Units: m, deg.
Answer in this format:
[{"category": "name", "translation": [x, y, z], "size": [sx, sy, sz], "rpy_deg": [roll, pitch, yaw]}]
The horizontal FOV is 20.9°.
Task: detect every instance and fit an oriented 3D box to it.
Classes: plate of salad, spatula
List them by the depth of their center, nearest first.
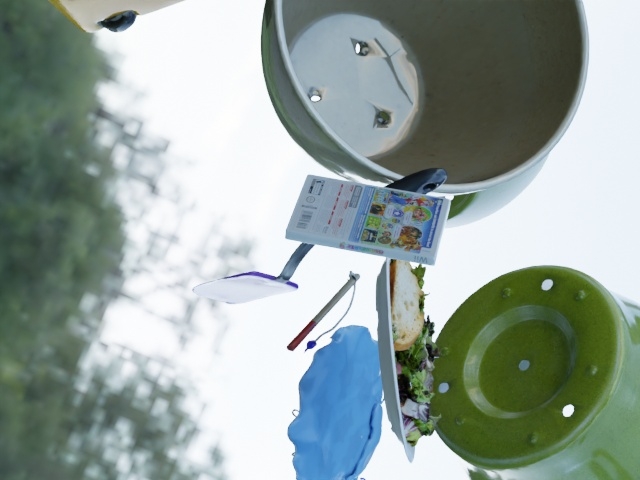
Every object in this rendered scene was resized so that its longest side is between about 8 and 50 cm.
[{"category": "plate of salad", "translation": [0.081, 0.097, 1.544], "size": [0.200, 0.048, 0.200], "rpy_deg": [-6, 90, -84]}, {"category": "spatula", "translation": [0.000, 0.000, 1.655], "size": [0.296, 0.084, 0.030], "rpy_deg": [-32, -120, 29]}]

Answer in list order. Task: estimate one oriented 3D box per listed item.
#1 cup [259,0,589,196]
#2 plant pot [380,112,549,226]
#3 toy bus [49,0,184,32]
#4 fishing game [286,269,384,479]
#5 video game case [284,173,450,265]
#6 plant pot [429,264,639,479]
[{"category": "cup", "translation": [0.073, -0.185, 1.771], "size": [0.237, 0.331, 0.331], "rpy_deg": [-29, -141, 67]}, {"category": "plant pot", "translation": [0.145, -0.123, 2.116], "size": [0.275, 0.275, 0.293], "rpy_deg": [-60, 180, 19]}, {"category": "toy bus", "translation": [-0.168, -0.362, 2.078], "size": [0.333, 0.108, 0.130], "rpy_deg": [-16, -116, 19]}, {"category": "fishing game", "translation": [0.012, 0.169, 1.712], "size": [0.189, 0.041, 0.264], "rpy_deg": [-46, 137, -46]}, {"category": "video game case", "translation": [0.039, -0.017, 1.410], "size": [0.087, 0.122, 0.011], "rpy_deg": [-70, 168, -54]}, {"category": "plant pot", "translation": [0.298, 0.209, 1.942], "size": [0.366, 0.353, 0.366], "rpy_deg": [-19, -128, 26]}]
